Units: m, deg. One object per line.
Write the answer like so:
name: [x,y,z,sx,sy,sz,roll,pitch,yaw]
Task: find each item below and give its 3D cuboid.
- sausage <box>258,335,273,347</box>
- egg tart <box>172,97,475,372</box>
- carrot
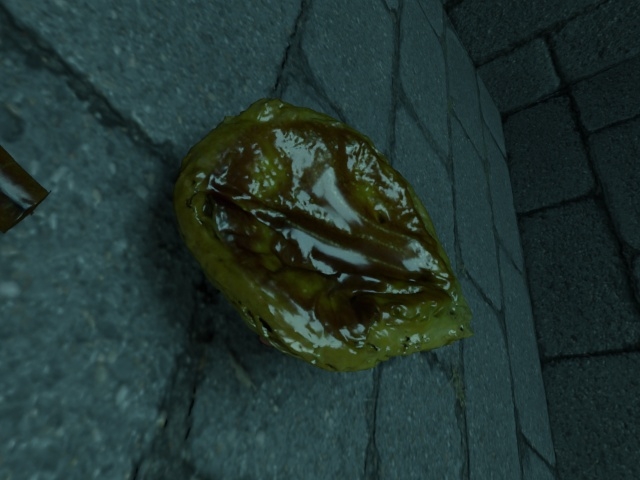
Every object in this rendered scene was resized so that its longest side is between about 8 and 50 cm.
sausage: [-0.045,0.071,0.583,0.034,0.034,0.130,47,38,-30]
egg tart: [0.000,0.000,0.532,0.351,0.153,0.340,-10,67,-44]
carrot: [-0.262,-0.072,0.334,0.139,0.048,0.048,54,36,-20]
